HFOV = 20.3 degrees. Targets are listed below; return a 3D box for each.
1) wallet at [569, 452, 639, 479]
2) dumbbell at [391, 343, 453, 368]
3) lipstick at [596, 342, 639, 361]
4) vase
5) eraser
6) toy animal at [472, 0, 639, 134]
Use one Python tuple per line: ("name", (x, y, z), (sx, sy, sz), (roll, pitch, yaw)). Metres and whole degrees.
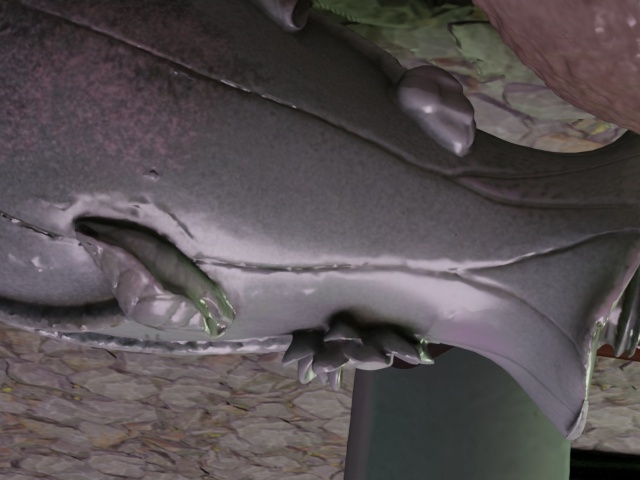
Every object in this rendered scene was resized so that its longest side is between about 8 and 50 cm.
("wallet", (0.256, 0.271, 1.782), (0.236, 0.055, 0.160), (6, 140, -2))
("dumbbell", (0.000, 0.000, 1.264), (0.225, 0.124, 0.140), (20, 149, -27))
("lipstick", (0.206, 0.062, 1.422), (0.356, 0.057, 0.057), (8, 152, -10))
("vase", (-0.023, -0.033, 1.038), (0.445, 0.250, 0.250), (17, 152, 5))
("eraser", (0.112, 0.208, 1.464), (0.189, 0.290, 0.104), (17, 150, -16))
("toy animal", (0.220, -0.134, 0.917), (0.358, 0.188, 0.226), (7, 152, 1))
